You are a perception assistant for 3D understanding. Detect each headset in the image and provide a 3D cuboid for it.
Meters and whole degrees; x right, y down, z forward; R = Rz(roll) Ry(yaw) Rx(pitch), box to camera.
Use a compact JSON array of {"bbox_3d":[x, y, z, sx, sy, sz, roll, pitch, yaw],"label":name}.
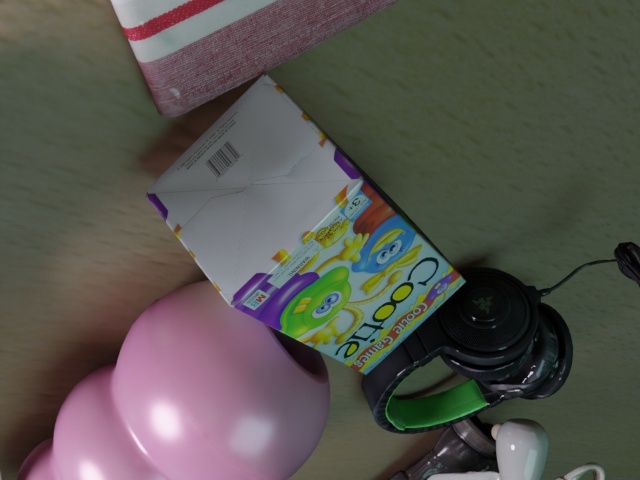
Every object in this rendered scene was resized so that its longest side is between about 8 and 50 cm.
[{"bbox_3d":[0.241,0.139,1.200,0.394,0.185,0.243,-37,144,15],"label":"headset"}]

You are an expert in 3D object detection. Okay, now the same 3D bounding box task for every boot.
[{"bbox_3d":[0.191,0.377,1.480,0.229,0.091,0.263,-44,132,6],"label":"boot"}]

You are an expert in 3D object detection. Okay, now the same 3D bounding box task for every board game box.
[{"bbox_3d":[0.000,0.000,0.867,0.144,0.142,0.275,-44,150,6],"label":"board game box"}]

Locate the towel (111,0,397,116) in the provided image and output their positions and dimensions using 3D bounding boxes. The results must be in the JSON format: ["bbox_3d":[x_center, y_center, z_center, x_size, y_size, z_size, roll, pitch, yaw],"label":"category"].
[{"bbox_3d":[-0.061,-0.261,0.679,0.237,0.037,0.329,-29,139,-10],"label":"towel"}]

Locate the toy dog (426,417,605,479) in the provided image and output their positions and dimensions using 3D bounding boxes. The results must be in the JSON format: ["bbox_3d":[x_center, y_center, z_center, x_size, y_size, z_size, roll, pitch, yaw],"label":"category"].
[{"bbox_3d":[0.236,0.406,1.396,0.220,0.161,0.334,28,90,-34],"label":"toy dog"}]

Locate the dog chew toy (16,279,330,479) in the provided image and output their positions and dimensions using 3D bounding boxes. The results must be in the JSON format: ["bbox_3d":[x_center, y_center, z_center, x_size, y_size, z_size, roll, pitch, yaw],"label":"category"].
[{"bbox_3d":[-0.153,0.188,0.917,0.332,0.207,0.206,-39,143,10],"label":"dog chew toy"}]
